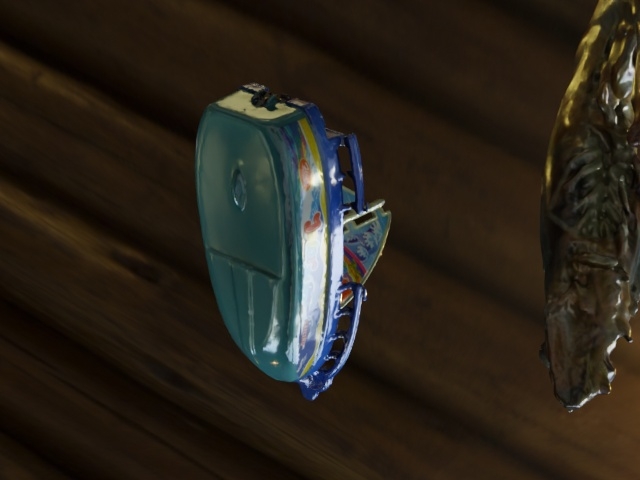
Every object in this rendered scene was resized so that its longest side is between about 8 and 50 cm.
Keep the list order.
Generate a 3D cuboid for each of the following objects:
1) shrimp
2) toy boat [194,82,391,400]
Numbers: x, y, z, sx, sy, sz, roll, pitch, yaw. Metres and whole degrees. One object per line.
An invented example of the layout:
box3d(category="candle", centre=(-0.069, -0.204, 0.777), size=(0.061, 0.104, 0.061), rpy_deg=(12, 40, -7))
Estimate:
box3d(category="shrimp", centre=(0.138, -0.038, 0.857), size=(0.052, 0.143, 0.251), rpy_deg=(9, -123, -5))
box3d(category="toy boat", centre=(0.000, 0.000, 0.898), size=(0.091, 0.110, 0.175), rpy_deg=(21, -56, 40))
